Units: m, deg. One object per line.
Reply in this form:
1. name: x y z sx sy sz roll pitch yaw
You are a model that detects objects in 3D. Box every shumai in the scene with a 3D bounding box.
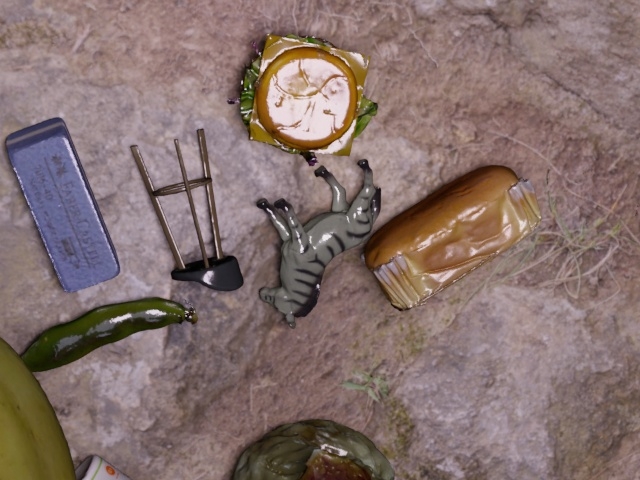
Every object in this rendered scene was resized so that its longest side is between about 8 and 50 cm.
1. shumai: -0.035 0.357 1.418 0.261 0.222 0.225 -38 72 9

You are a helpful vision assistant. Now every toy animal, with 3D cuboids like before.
1. toy animal: 0.001 0.002 1.454 0.217 0.073 0.176 -30 110 -8

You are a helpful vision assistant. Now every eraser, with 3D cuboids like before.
1. eraser: -0.340 -0.046 1.403 0.082 0.036 0.225 -19 104 -3

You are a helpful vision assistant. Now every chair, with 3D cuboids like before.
1. chair: -0.177 -0.032 1.410 0.095 0.104 0.221 -14 99 20

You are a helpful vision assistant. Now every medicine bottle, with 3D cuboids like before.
1. medicine bottle: -0.267 0.383 1.471 0.183 0.086 0.086 39 92 -14

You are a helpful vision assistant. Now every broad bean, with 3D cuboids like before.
1. broad bean: -0.296 0.122 1.437 0.255 0.046 0.065 -18 116 -7

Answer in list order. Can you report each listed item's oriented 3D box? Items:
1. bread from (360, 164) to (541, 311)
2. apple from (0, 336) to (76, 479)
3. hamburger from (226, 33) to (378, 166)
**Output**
1. bread: 0.176 -0.009 1.445 0.241 0.136 0.107 -33 102 -3
2. apple: -0.511 0.319 1.241 0.474 0.473 0.473 -2 101 -9
3. hamburger: -0.019 -0.191 1.400 0.190 0.093 0.164 22 98 -11
